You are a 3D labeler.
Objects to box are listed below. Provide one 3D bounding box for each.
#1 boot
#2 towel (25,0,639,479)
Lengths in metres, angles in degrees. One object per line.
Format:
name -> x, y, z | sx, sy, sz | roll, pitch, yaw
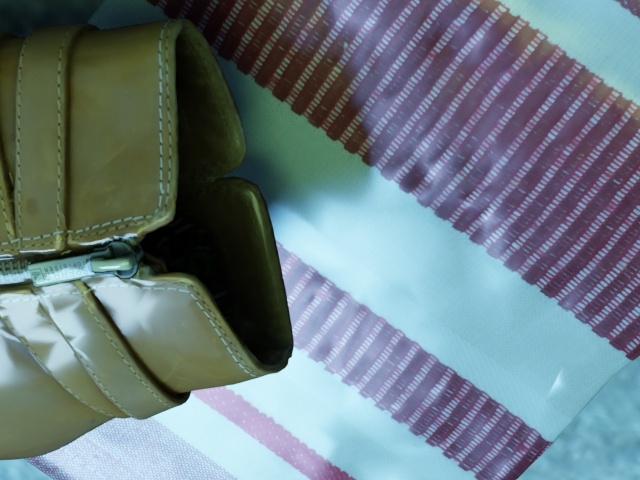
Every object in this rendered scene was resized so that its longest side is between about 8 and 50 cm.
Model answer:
boot -> -0.146, -0.046, 0.673 | 0.220, 0.109, 0.283 | -11, 108, 29
towel -> 0.000, 0.000, 0.736 | 0.237, 0.037, 0.329 | 36, 122, -7
